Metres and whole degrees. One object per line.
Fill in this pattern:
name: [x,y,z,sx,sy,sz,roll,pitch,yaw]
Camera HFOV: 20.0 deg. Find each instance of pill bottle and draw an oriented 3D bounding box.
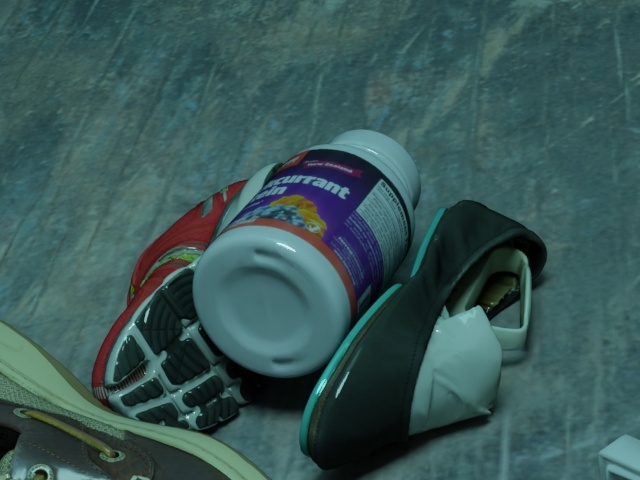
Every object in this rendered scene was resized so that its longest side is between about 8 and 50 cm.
pill bottle: [0.000,0.000,1.224,0.108,0.108,0.193,3,29,23]

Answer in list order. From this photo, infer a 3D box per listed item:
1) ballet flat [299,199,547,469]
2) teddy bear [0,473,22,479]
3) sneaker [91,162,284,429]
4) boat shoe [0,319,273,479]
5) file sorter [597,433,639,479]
ballet flat: [0.082,0.058,1.184,0.096,0.095,0.280,15,38,17]
teddy bear: [-0.258,0.240,0.867,0.245,0.338,0.113,8,-15,-30]
sneaker: [-0.093,0.049,1.275,0.118,0.107,0.279,-16,21,31]
boat shoe: [-0.141,0.153,1.005,0.342,0.123,0.123,31,33,29]
file sorter: [0.290,0.179,0.807,0.173,0.193,0.277,-30,35,-34]
